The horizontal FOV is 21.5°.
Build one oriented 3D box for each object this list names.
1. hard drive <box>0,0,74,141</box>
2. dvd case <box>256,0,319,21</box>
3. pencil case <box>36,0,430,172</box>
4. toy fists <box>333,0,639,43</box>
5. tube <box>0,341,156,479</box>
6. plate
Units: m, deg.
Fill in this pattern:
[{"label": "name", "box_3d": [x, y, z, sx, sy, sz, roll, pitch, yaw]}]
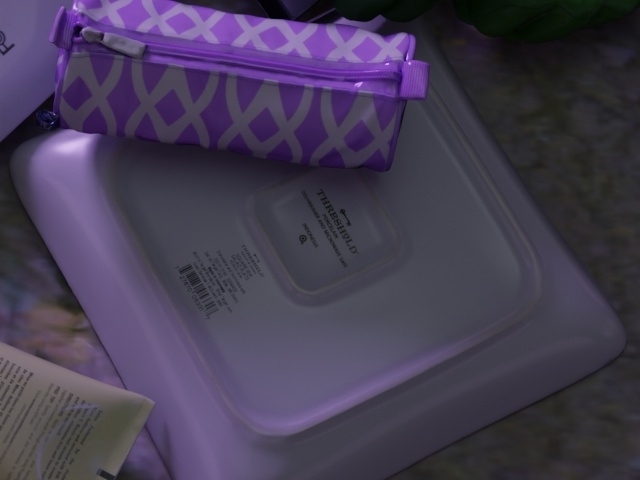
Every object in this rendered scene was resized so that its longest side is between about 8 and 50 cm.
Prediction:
[{"label": "hard drive", "box_3d": [-0.197, -0.211, 0.993, 0.233, 0.047, 0.353, 47, 68, -11]}, {"label": "dvd case", "box_3d": [0.006, -0.270, 1.048, 0.238, 0.029, 0.179, -43, 102, -24]}, {"label": "pencil case", "box_3d": [-0.049, -0.091, 0.931, 0.206, 0.088, 0.086, 7, 68, -5]}, {"label": "toy fists", "box_3d": [0.078, -0.190, 1.004, 0.279, 0.096, 0.142, 4, 67, -28]}, {"label": "tube", "box_3d": [-0.216, 0.075, 0.908, 0.240, 0.070, 0.062, 26, 26, 1]}, {"label": "plate", "box_3d": [0.000, 0.000, 0.970, 0.278, 0.045, 0.277, -26, 73, -16]}]
